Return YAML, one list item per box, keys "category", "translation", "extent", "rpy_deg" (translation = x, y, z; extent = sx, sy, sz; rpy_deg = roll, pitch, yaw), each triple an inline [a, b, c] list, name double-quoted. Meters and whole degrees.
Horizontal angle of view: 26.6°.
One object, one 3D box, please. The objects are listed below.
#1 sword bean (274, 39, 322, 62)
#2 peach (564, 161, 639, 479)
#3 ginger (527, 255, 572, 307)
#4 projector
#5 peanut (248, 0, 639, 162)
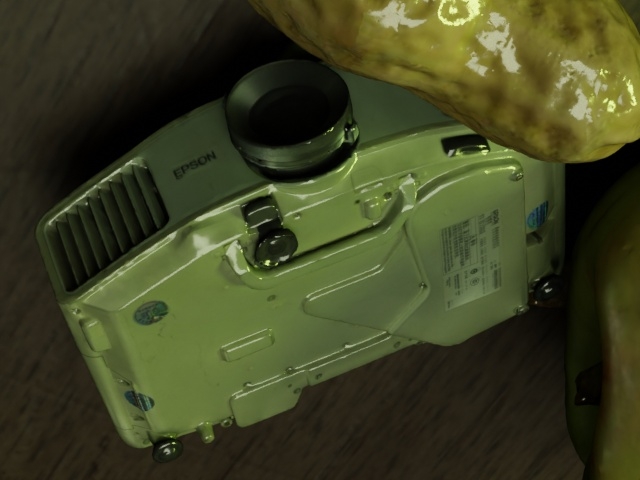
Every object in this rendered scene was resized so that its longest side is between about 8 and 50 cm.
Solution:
- category: "sword bean"
  translation: [0.018, -0.130, 0.681]
  extent: [0.043, 0.038, 0.269]
  rpy_deg: [5, 128, -47]
- category: "peach"
  translation: [0.282, 0.066, 0.729]
  extent: [0.315, 0.282, 0.314]
  rpy_deg: [-17, 141, 0]
- category: "ginger"
  translation: [0.156, 0.025, 0.827]
  extent: [0.097, 0.030, 0.048]
  rpy_deg: [8, 125, -20]
- category: "projector"
  translation: [0.000, 0.000, 0.702]
  extent: [0.269, 0.088, 0.194]
  rpy_deg: [-22, 139, -8]
- category: "peanut"
  translation: [0.050, -0.106, 0.606]
  extent: [0.226, 0.108, 0.095]
  rpy_deg: [30, 124, -7]
